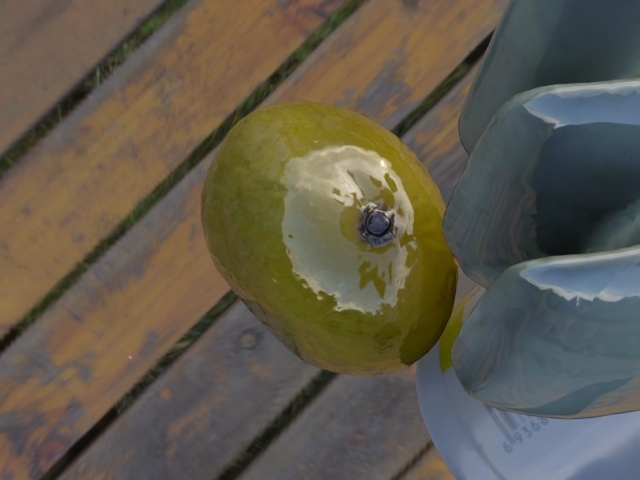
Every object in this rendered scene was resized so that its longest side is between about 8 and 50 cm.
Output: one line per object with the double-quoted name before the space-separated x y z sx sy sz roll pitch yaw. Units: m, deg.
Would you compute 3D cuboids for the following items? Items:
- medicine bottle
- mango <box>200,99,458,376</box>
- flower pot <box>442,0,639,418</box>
"medicine bottle" 0.243 0.046 0.953 0.208 0.208 0.339 41 124 -3
"mango" 0.005 0.006 0.968 0.142 0.331 0.195 -35 85 -7
"flower pot" 0.196 -0.049 0.513 0.254 0.164 0.367 34 59 8
